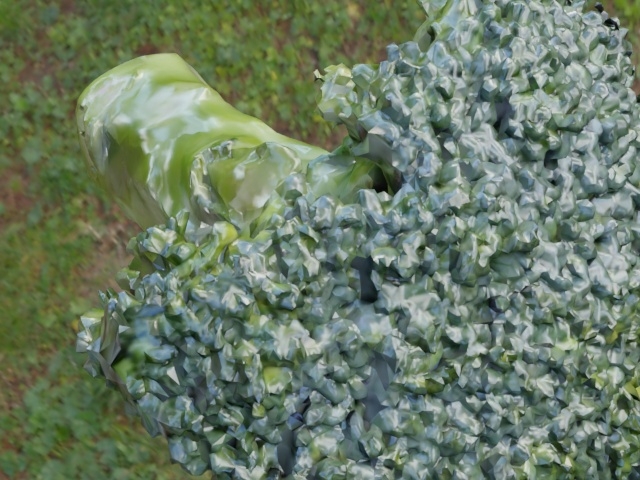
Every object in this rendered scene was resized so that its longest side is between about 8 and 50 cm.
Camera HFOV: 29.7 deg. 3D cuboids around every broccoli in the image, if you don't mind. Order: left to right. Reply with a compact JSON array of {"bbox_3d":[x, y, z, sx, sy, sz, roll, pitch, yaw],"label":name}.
[{"bbox_3d":[-0.010,-0.013,0.514,0.221,0.252,0.361,-36,55,-12],"label":"broccoli"}]
